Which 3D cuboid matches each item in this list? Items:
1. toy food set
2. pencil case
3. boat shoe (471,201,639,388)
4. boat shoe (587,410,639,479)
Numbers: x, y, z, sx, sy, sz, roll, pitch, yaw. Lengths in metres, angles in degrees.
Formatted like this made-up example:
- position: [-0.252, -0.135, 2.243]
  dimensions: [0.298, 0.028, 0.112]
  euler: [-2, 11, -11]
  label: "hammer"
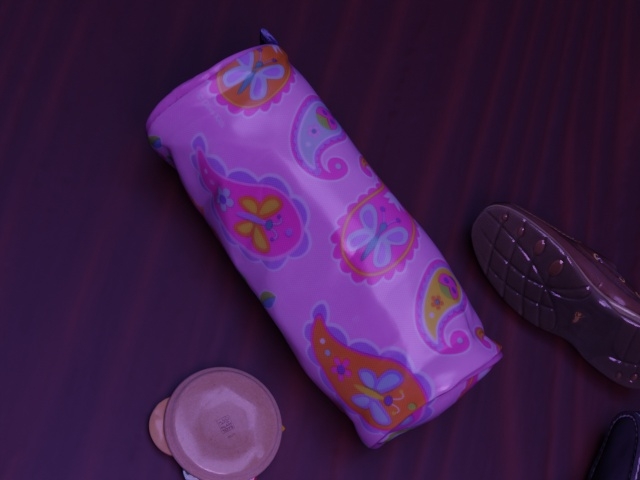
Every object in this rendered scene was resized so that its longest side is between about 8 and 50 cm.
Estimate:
- position: [-0.065, 0.125, 0.906]
  dimensions: [0.082, 0.020, 0.083]
  euler: [46, 64, 4]
  label: "toy food set"
- position: [0.000, 0.000, 0.925]
  dimensions: [0.124, 0.124, 0.284]
  euler: [-33, 81, -25]
  label: "pencil case"
- position: [0.186, 0.035, 1.001]
  dimensions: [0.178, 0.064, 0.060]
  euler: [40, 33, 0]
  label: "boat shoe"
- position: [0.181, 0.211, 0.914]
  dimensions: [0.073, 0.080, 0.223]
  euler: [25, 69, -11]
  label: "boat shoe"
